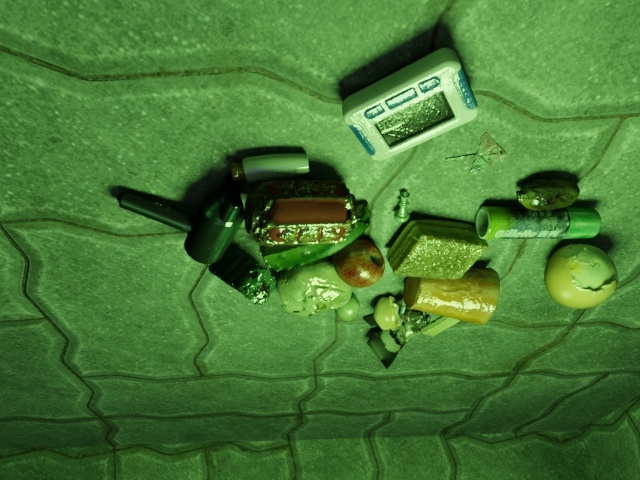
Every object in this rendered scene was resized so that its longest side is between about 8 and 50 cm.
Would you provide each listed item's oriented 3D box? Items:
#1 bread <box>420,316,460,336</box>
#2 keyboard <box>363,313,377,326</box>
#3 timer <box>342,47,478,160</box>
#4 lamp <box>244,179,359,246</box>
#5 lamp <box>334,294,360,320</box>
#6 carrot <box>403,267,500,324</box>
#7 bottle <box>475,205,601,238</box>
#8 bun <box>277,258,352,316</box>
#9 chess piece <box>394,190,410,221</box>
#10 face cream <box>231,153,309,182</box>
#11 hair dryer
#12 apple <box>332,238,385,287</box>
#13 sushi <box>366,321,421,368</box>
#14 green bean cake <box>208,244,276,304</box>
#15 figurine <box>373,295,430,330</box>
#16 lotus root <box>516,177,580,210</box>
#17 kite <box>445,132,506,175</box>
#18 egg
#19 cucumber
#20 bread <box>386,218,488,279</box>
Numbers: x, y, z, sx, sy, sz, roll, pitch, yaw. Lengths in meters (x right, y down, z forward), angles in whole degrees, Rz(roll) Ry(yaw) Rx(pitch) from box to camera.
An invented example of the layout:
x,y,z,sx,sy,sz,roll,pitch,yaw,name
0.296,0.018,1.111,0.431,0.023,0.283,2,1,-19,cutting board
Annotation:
x,y,z,sx,sy,sz,roll,pitch,yaw,name
0.462,0.327,1.894,0.068,0.028,0.154,22,133,-32,bread
0.283,0.264,1.800,0.250,0.017,0.087,-20,142,18,keyboard
0.187,-0.284,1.036,0.253,0.078,0.178,-22,142,22,timer
-0.046,-0.067,1.194,0.274,0.177,0.177,-4,143,-19,lamp
0.050,0.219,1.666,0.163,0.091,0.091,12,141,-1,lamp
0.413,0.154,1.567,0.254,0.196,0.196,11,140,-6,carrot
0.610,-0.050,1.376,0.330,0.093,0.093,0,142,-6,bottle
-0.022,0.155,1.518,0.239,0.141,0.239,-5,145,-4,bun
0.221,-0.096,1.316,0.042,0.042,0.093,-4,135,-3,chess piece
-0.118,-0.172,1.159,0.182,0.051,0.072,-7,145,0,face cream
-0.344,-0.083,1.216,0.302,0.116,0.244,19,134,-18,hair dryer
0.109,0.067,1.428,0.131,0.146,0.146,-24,139,30,apple
0.297,0.340,1.820,0.109,0.134,0.273,-9,139,-39,sushi
-0.194,0.118,1.412,0.107,0.193,0.208,-54,137,-12,green bean cake
0.273,0.247,1.672,0.196,0.108,0.114,-8,140,38,figurine
0.603,-0.121,1.294,0.179,0.080,0.089,-3,142,-5,lotus root
0.386,-0.211,1.211,0.153,0.005,0.137,-2,140,-4,kite
0.804,0.116,1.531,0.201,0.201,0.244,-6,152,1,egg
0.001,0.003,1.364,0.325,0.105,0.145,-22,139,16,cucumber
0.335,0.025,1.430,0.234,0.110,0.184,8,137,-20,bread
